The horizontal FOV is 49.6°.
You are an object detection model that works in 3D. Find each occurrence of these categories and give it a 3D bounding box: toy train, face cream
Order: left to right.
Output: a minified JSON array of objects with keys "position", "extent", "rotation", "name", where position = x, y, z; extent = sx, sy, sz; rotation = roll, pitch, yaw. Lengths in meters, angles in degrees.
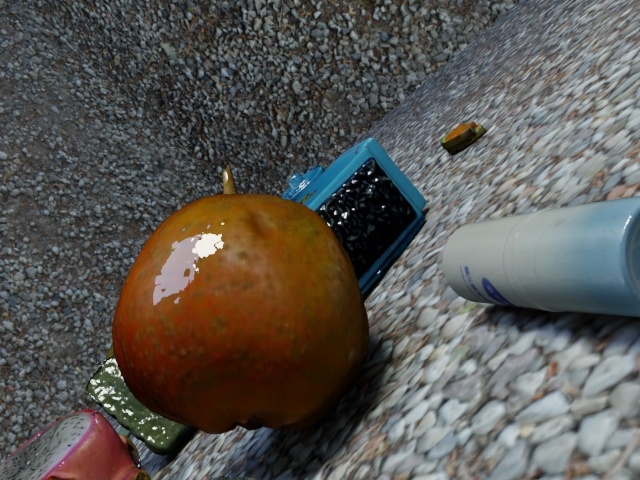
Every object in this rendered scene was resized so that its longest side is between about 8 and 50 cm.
[{"position":[0.000,0.000,1.085],"extent":[0.300,0.188,0.265],"rotation":[-48,13,-26],"name":"toy train"},{"position":[0.174,0.014,0.514],"extent":[0.077,0.077,0.250],"rotation":[-47,7,-12],"name":"face cream"}]

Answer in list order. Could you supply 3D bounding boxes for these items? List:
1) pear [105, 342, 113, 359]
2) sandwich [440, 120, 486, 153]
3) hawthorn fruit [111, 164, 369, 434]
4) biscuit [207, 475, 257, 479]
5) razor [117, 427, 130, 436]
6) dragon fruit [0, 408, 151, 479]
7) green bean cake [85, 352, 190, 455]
[{"position":[-0.353,0.258,1.488],"extent":[0.211,0.188,0.228],"rotation":[-48,11,-36],"name":"pear"},{"position":[0.254,-0.188,1.267],"extent":[0.067,0.029,0.135],"rotation":[-39,7,0],"name":"sandwich"},{"position":[-0.080,0.056,0.749],"extent":[0.276,0.298,0.277],"rotation":[-5,-15,-1],"name":"hawthorn fruit"},{"position":[-0.150,0.331,0.653],"extent":[0.250,0.046,0.147],"rotation":[-50,10,-31],"name":"biscuit"},{"position":[-0.479,0.469,1.593],"extent":[0.111,0.056,0.278],"rotation":[-42,16,26],"name":"razor"},{"position":[-0.379,0.399,1.023],"extent":[0.290,0.189,0.291],"rotation":[-36,15,11],"name":"dragon fruit"},{"position":[-0.275,0.244,1.181],"extent":[0.183,0.185,0.094],"rotation":[-51,-8,-22],"name":"green bean cake"}]
